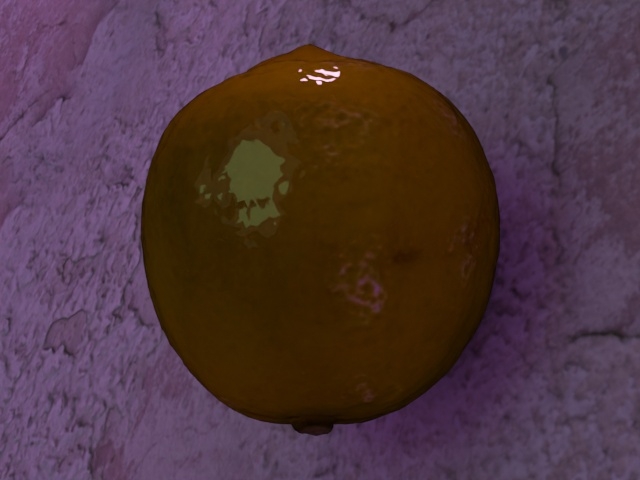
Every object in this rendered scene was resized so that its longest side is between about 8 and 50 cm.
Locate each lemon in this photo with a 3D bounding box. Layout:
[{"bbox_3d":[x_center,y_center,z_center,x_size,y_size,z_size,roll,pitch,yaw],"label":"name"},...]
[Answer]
[{"bbox_3d":[0.000,0.000,1.531,0.348,0.348,0.348,-27,51,38],"label":"lemon"}]
